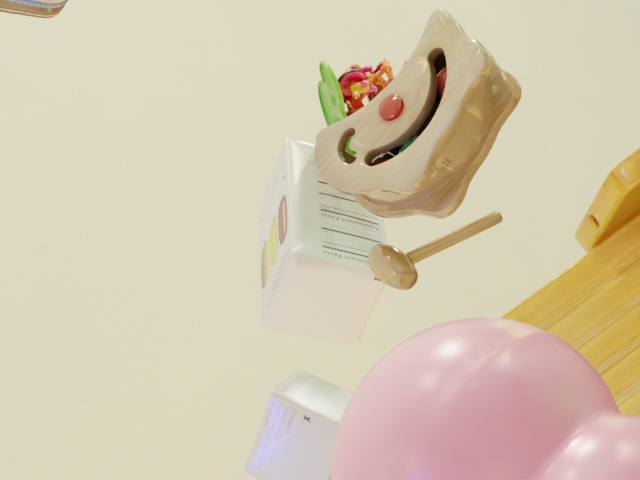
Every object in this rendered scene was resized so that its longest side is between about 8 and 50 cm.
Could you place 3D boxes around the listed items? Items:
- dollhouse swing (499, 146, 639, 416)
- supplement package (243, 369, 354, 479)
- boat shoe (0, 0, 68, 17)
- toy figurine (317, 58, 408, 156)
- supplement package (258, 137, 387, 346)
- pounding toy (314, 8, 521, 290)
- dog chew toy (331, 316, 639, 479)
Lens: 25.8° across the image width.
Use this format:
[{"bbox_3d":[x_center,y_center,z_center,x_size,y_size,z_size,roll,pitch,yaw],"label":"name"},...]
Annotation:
[{"bbox_3d":[0.350,0.113,1.401,0.305,0.315,0.347,-32,-106,-12],"label":"dollhouse swing"},{"bbox_3d":[0.024,0.235,1.556,0.179,0.105,0.105,22,-166,13],"label":"supplement package"},{"bbox_3d":[-0.277,-0.202,1.069,0.183,0.066,0.066,19,-135,3],"label":"boat shoe"},{"bbox_3d":[0.090,-0.192,1.822,0.173,0.159,0.130,77,168,-49],"label":"toy figurine"},{"bbox_3d":[0.000,0.000,1.846,0.134,0.139,0.244,13,-143,-14],"label":"supplement package"},{"bbox_3d":[0.105,-0.087,1.452,0.155,0.154,0.269,32,-93,-46],"label":"pounding toy"},{"bbox_3d":[0.167,0.189,0.898,0.332,0.207,0.206,31,-157,31],"label":"dog chew toy"}]
